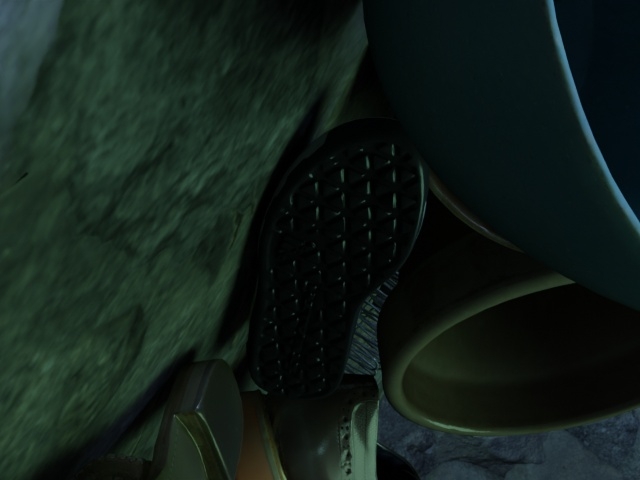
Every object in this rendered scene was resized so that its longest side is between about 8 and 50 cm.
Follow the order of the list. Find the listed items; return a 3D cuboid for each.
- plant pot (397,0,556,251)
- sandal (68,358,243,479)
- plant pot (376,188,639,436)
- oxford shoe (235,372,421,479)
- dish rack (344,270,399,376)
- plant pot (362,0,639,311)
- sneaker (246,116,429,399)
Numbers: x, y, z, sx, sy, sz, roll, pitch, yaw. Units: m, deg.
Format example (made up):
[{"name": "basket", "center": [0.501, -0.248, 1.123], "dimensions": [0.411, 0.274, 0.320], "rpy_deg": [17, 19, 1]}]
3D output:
[{"name": "plant pot", "center": [0.165, -0.134, 0.694], "dimensions": [0.215, 0.215, 0.230], "rpy_deg": [-63, -177, 27]}, {"name": "sandal", "center": [-0.103, 0.148, 0.570], "dimensions": [0.240, 0.079, 0.088], "rpy_deg": [-74, 150, -62]}, {"name": "plant pot", "center": [0.157, -0.003, 0.837], "dimensions": [0.263, 0.263, 0.229], "rpy_deg": [108, -24, -55]}, {"name": "oxford shoe", "center": [0.032, 0.256, 0.878], "dimensions": [0.130, 0.133, 0.363], "rpy_deg": [-108, -179, -54]}, {"name": "dish rack", "center": [0.059, 0.084, 1.140], "dimensions": [0.271, 0.074, 0.208], "rpy_deg": [-48, 165, -43]}, {"name": "plant pot", "center": [0.130, -0.107, 0.450], "dimensions": [0.290, 0.290, 0.195], "rpy_deg": [-54, -154, -19]}, {"name": "sneaker", "center": [0.000, 0.000, 0.665], "dimensions": [0.097, 0.084, 0.234], "rpy_deg": [-82, -169, -45]}]
